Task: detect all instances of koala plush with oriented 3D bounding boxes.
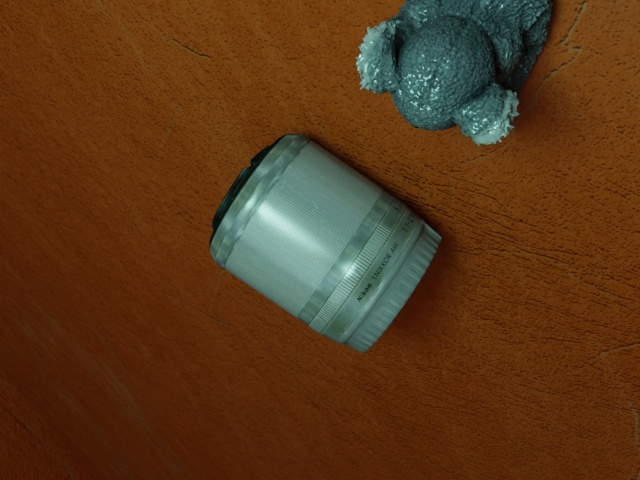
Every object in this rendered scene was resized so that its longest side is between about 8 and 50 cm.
[{"bbox_3d":[0.137,-0.195,0.786,0.196,0.221,0.203,32,137,4],"label":"koala plush"}]

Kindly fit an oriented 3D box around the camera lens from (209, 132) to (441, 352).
[{"bbox_3d":[0.000,0.000,1.044,0.274,0.219,0.219,35,137,1],"label":"camera lens"}]
